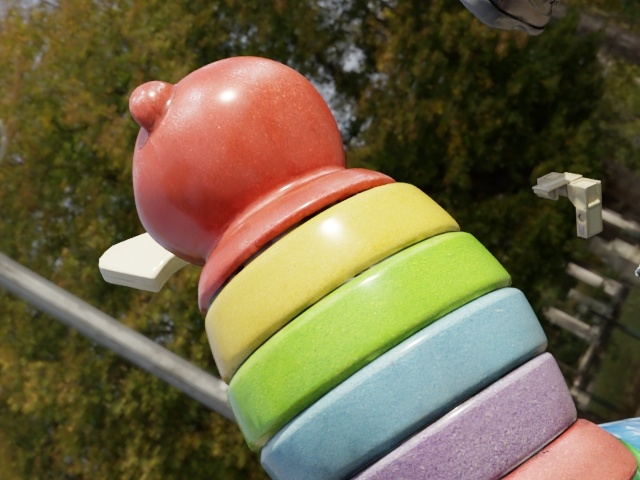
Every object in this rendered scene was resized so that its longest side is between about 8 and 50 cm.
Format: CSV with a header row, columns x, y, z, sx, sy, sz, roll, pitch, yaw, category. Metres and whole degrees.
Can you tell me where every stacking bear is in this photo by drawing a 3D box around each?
x,y,z,sx,sy,sz,roll,pitch,yaw,category
0.007,0.035,0.510,0.175,0.289,0.164,-21,-19,-45,stacking bear

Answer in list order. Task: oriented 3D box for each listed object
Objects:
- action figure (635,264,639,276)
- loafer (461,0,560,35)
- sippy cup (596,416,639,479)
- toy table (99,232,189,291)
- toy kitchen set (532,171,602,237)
x,y,z,sx,sy,sz,roll,pitch,yaw,category
0.438,0.037,1.239,0.063,0.137,0.232,-33,-50,-19,action figure
0.244,-0.310,1.204,0.095,0.109,0.302,-44,-6,26,loafer
0.318,0.280,1.023,0.224,0.305,0.240,-10,-68,-43,sippy cup
-0.101,0.001,1.112,0.161,0.274,0.252,-66,-34,-36,toy table
0.329,-0.045,1.380,0.068,0.083,0.075,-22,-66,-31,toy kitchen set
